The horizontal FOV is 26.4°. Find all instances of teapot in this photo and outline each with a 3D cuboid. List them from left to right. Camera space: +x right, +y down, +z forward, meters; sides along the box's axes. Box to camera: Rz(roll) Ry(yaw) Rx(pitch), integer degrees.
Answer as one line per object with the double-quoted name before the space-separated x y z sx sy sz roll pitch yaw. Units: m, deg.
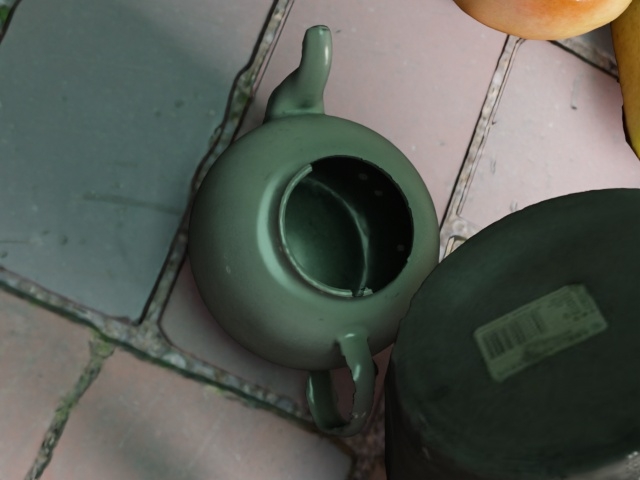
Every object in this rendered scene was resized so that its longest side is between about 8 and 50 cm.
"teapot" 0.000 0.000 1.018 0.193 0.129 0.294 -5 82 -22
"teapot" 0.192 0.189 0.954 0.376 0.305 0.361 -26 125 5

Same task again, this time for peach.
"peach" 0.185 -0.252 1.120 0.184 0.184 0.184 4 78 -21

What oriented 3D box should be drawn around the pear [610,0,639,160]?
"pear" 0.436 -0.199 1.174 0.340 0.191 0.386 31 61 -8
